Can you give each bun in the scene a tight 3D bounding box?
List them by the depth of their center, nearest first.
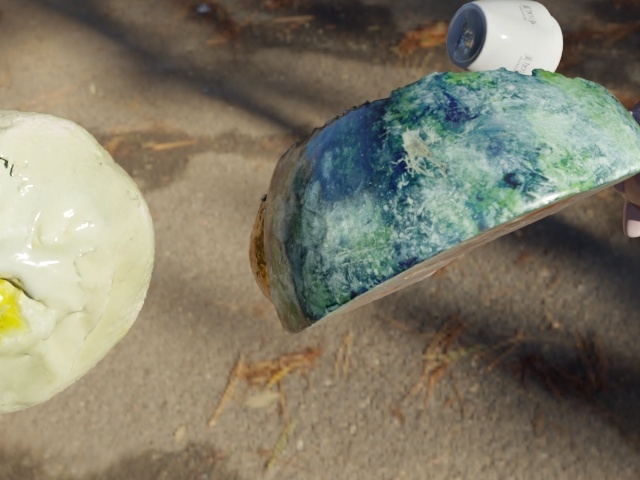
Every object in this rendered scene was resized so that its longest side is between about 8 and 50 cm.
[{"bbox_3d":[-0.239,0.016,0.842,0.239,0.239,0.141,-11,23,-9],"label":"bun"}]

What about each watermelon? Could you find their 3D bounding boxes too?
[{"bbox_3d":[0.095,-0.047,0.915,0.318,0.148,0.226,-24,-13,12],"label":"watermelon"}]

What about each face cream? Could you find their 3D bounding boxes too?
[{"bbox_3d":[0.178,-0.191,1.111,0.095,0.091,0.091,5,26,-32],"label":"face cream"}]

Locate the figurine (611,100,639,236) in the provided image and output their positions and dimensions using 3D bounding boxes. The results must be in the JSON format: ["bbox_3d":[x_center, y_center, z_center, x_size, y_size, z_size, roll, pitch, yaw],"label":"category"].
[{"bbox_3d":[0.445,-0.099,1.210,0.288,0.176,0.186,-21,4,16],"label":"figurine"}]

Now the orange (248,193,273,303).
[{"bbox_3d":[0.003,0.001,1.275,0.178,0.155,0.177,-30,-5,-3],"label":"orange"}]
